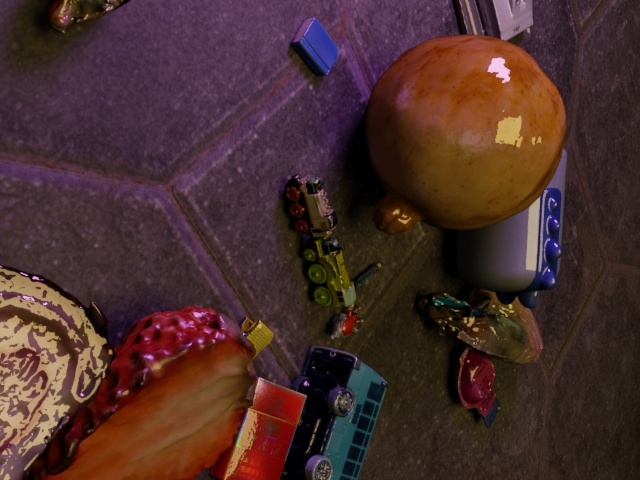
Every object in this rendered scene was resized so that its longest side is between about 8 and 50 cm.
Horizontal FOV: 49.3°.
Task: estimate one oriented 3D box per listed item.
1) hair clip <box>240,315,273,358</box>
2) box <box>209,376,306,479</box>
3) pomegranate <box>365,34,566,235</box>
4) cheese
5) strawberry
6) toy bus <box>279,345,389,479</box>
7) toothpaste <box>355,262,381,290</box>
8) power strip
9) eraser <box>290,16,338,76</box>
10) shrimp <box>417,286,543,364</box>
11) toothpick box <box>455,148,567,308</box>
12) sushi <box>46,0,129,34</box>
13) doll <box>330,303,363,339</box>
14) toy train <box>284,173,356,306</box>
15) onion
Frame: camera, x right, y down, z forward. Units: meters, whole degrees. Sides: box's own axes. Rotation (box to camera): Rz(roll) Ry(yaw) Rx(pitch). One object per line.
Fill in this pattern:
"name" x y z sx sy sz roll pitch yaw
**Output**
"hair clip" -0.137 0.210 1.125 0.072 0.046 0.173 48 61 -32
"box" -0.100 0.323 1.158 0.112 0.048 0.175 28 72 -34
"pomegranate" 0.241 -0.173 1.283 0.410 0.409 0.411 -4 96 -46
"cheese" 0.377 0.345 1.661 0.155 0.062 0.244 -51 127 -31
"strawberry" -0.244 0.221 0.951 0.336 0.149 0.265 -30 138 -29
"toy bus" 0.016 0.331 1.236 0.147 0.128 0.256 35 69 -41
"toothpaste" 0.093 0.069 1.374 0.083 0.019 0.027 -39 143 -37
"power strip" 0.417 -0.548 1.617 0.257 0.092 0.251 -36 121 -34
"eraser" -0.008 -0.341 1.232 0.085 0.027 0.063 45 60 -38
"shrimp" 0.391 0.175 1.621 0.445 0.109 0.221 15 54 -44
"toothpick box" 0.426 -0.031 1.544 0.262 0.262 0.355 -4 97 -46
"sushi" -0.276 -0.352 0.903 0.226 0.103 0.097 -65 149 -18
"doll" 0.045 0.157 1.318 0.114 0.039 0.057 -30 143 -52
"toy train" 0.000 0.000 1.228 0.053 0.085 0.250 -45 124 -55
"onion" -0.412 0.155 0.778 0.280 0.146 0.314 47 67 -22
